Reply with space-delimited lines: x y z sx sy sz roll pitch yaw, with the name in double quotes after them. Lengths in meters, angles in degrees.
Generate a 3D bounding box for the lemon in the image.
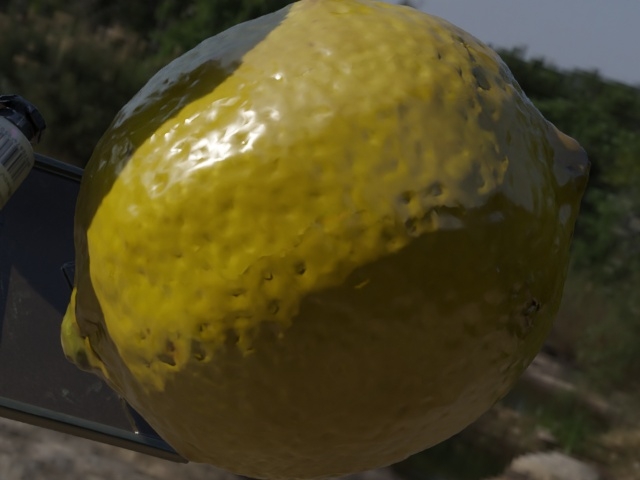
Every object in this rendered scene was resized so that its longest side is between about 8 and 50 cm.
0.002 -0.001 1.052 0.336 0.336 0.336 19 5 -2 "lemon"

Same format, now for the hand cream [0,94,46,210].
-0.239 0.000 0.936 0.080 0.234 0.050 48 -39 -18 "hand cream"

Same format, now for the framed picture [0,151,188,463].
-0.209 0.051 1.421 0.213 0.016 0.289 18 46 -22 "framed picture"
